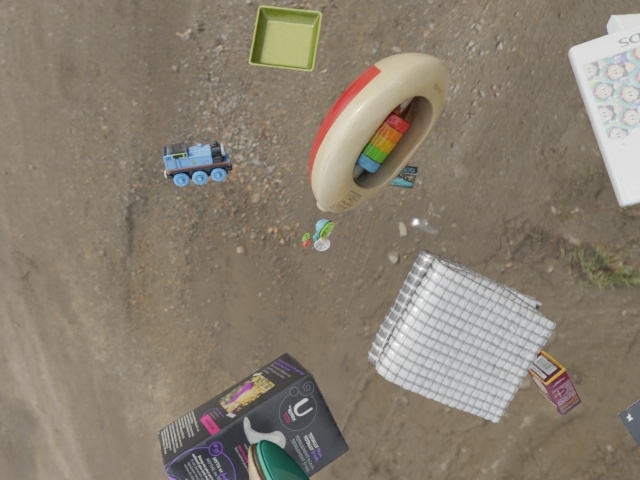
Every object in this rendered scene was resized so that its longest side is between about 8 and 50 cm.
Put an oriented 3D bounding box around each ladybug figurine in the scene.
[{"bbox_3d":[0.119,-0.263,1.270,0.449,0.305,0.162,-50,59,14],"label":"ladybug figurine"}]

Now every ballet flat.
[{"bbox_3d":[-0.032,0.388,0.677,0.107,0.106,0.316,34,176,-36],"label":"ballet flat"}]

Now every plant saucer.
[{"bbox_3d":[-0.098,-0.573,1.511,0.188,0.045,0.189,8,80,3],"label":"plant saucer"}]

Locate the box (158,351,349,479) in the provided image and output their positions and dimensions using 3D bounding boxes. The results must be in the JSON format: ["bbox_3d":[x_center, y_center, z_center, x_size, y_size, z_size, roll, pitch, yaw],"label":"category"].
[{"bbox_3d":[-0.117,0.344,0.901,0.165,0.270,0.143,65,163,-11],"label":"box"}]

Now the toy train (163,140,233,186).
[{"bbox_3d":[-0.324,-0.207,1.384,0.184,0.080,0.105,-9,130,-8],"label":"toy train"}]

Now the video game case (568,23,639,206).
[{"bbox_3d":[0.317,-0.124,0.462,0.143,0.019,0.157,-16,80,15],"label":"video game case"}]

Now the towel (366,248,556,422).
[{"bbox_3d":[0.252,0.169,0.949,0.283,0.121,0.235,24,98,-20],"label":"towel"}]

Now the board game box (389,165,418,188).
[{"bbox_3d":[0.179,-0.190,1.497,0.186,0.126,0.026,8,79,6],"label":"board game box"}]

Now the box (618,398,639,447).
[{"bbox_3d":[0.646,0.330,0.884,0.207,0.108,0.153,30,115,-21],"label":"box"}]

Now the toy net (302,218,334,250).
[{"bbox_3d":[0.000,0.000,1.831,0.045,0.122,0.232,39,170,17],"label":"toy net"}]

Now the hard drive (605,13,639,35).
[{"bbox_3d":[0.733,-0.354,0.978,0.318,0.210,0.040,-3,145,-1],"label":"hard drive"}]

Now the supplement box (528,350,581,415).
[{"bbox_3d":[0.751,0.461,1.691,0.080,0.104,0.188,-37,118,-2],"label":"supplement box"}]
